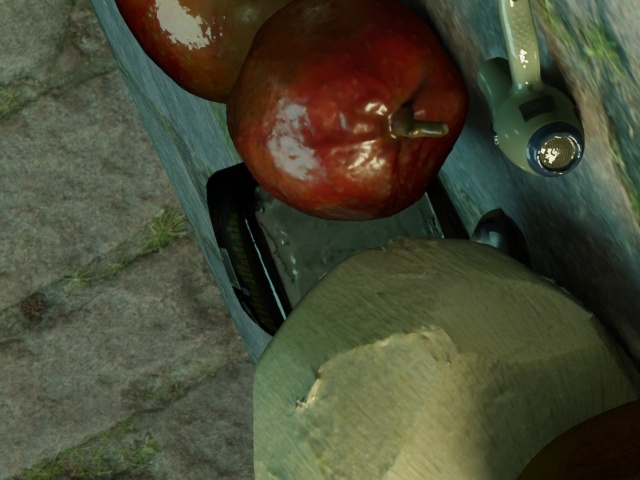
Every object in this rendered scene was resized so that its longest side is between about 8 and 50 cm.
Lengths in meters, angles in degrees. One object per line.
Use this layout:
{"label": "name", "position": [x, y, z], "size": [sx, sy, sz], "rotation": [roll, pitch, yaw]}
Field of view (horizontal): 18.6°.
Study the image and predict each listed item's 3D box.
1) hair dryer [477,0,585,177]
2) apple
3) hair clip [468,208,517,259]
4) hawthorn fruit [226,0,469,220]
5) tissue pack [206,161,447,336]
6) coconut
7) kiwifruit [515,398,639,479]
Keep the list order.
{"label": "hair dryer", "position": [0.136, -0.150, 1.440], "size": [0.167, 0.067, 0.199], "rotation": [-133, 26, -75]}
{"label": "apple", "position": [-0.107, -0.232, 1.879], "size": [0.293, 0.163, 0.251], "rotation": [41, 179, 8]}
{"label": "hair clip", "position": [0.175, 0.094, 1.863], "size": [0.173, 0.069, 0.300], "rotation": [51, 167, 46]}
{"label": "hawthorn fruit", "position": [0.032, -0.113, 1.661], "size": [0.205, 0.205, 0.253], "rotation": [64, 161, -17]}
{"label": "tissue pack", "position": [0.000, 0.000, 2.087], "size": [0.210, 0.198, 0.370], "rotation": [66, 172, -7]}
{"label": "coconut", "position": [0.116, 0.180, 1.620], "size": [0.360, 0.346, 0.346], "rotation": [37, 155, 57]}
{"label": "kiwifruit", "position": [0.235, 0.211, 1.387], "size": [0.196, 0.234, 0.196], "rotation": [55, 159, 33]}
